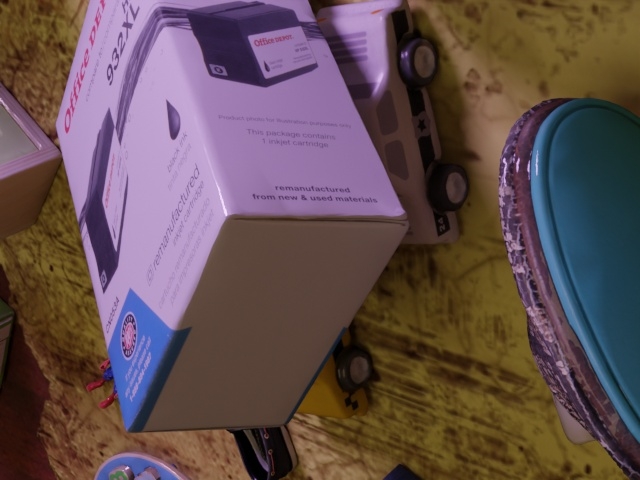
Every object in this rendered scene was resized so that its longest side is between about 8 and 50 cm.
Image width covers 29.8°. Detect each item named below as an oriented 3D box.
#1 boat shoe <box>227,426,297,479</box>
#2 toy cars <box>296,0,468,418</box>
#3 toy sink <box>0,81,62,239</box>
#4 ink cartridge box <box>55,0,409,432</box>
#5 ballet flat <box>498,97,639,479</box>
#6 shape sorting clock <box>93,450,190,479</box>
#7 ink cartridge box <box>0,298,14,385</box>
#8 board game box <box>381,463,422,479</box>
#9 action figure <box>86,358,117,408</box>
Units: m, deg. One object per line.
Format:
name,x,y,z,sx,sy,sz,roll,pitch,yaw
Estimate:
boat shoe,-0.066,0.163,1.111,0.049,0.042,0.133,-16,99,48
toy cars,0.000,0.000,0.930,0.176,0.087,0.394,40,133,19
toy sink,-0.396,-0.108,1.188,0.234,0.153,0.131,48,135,14
ink cartridge box,-0.082,-0.054,0.850,0.223,0.129,0.307,-62,37,41
ballet flat,0.254,0.136,0.740,0.483,0.164,0.182,50,156,8
shape sorting clock,-0.172,0.321,1.291,0.206,0.040,0.206,21,125,33
ink cartridge box,-0.470,0.134,1.423,0.189,0.097,0.255,39,132,21
board game box,0.131,0.322,1.013,0.243,0.042,0.165,34,130,25
action figure,-0.207,0.137,1.235,0.038,0.030,0.115,56,135,11
